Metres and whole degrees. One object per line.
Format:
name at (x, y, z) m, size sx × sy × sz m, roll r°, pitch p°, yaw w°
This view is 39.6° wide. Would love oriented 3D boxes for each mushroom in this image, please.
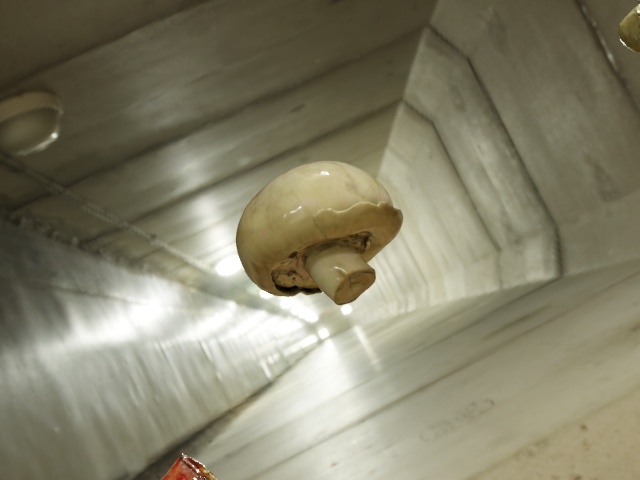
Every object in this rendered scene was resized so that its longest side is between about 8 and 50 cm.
mushroom at (0.000, 0.000, 0.814) m, size 0.122 × 0.154 × 0.154 m, roll 63°, pitch 0°, yaw 24°

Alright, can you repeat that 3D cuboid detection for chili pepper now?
chili pepper at (-0.203, 0.377, 1.203) m, size 0.084 × 0.192 × 0.086 m, roll 29°, pitch 12°, yaw -27°

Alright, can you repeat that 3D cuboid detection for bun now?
bun at (0.432, -0.282, 1.151) m, size 0.086 × 0.086 × 0.054 m, roll -117°, pitch -171°, yaw -45°
